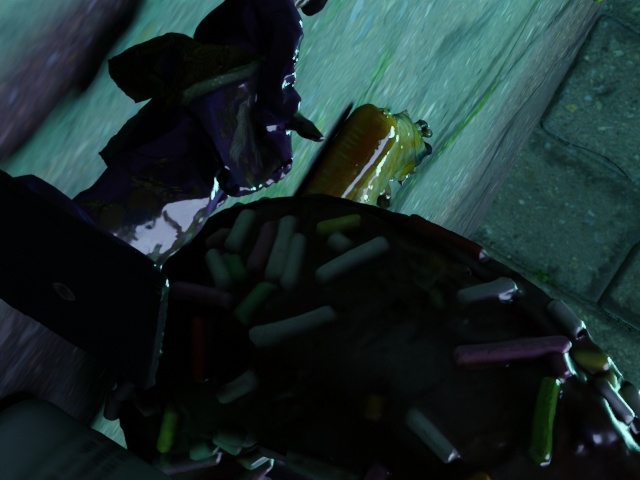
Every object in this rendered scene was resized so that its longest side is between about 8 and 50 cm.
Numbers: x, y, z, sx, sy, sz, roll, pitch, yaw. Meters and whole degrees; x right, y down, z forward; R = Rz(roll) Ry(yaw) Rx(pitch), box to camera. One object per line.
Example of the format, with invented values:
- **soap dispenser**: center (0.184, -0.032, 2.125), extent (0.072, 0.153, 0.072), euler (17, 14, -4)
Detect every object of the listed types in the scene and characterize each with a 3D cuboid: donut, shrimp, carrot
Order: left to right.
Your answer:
- **carrot**: center (-0.007, -0.010, 1.270), extent (0.190, 0.037, 0.037), euler (-58, 173, 2)
- **donut**: center (0.029, 0.106, 0.932), extent (0.136, 0.345, 0.259), euler (-47, 142, -29)
- **shrimp**: center (0.046, -0.028, 1.419), extent (0.219, 0.046, 0.152), euler (-44, 149, -72)

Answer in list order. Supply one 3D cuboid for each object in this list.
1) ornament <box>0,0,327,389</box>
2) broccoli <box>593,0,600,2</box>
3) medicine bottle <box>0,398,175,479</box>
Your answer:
- **ornament**: center (-0.042, -0.045, 0.691), extent (0.203, 0.088, 0.081), euler (-55, 173, -37)
- **broccoli**: center (0.339, -0.245, 1.457), extent (0.221, 0.361, 0.252), euler (-56, -147, 16)
- **medicine bottle**: center (-0.100, 0.225, 0.841), extent (0.238, 0.232, 0.238), euler (-57, 174, -9)
